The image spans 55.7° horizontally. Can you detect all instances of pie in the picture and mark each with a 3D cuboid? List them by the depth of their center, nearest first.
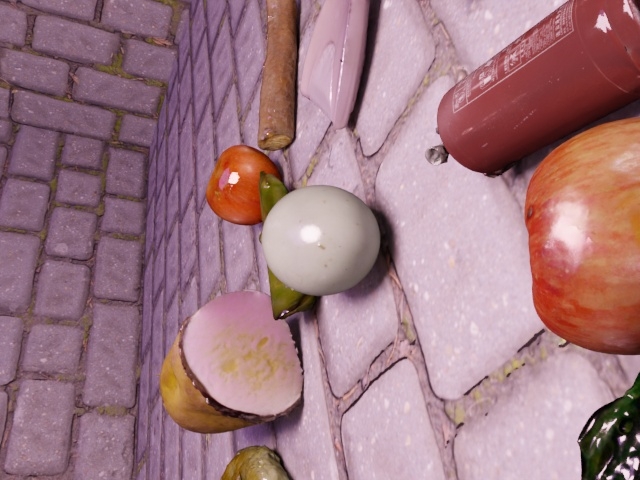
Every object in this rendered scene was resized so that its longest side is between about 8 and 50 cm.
[{"bbox_3d":[-0.114,0.489,0.989,0.323,0.071,0.323,-172,90,-66],"label":"pie"}]

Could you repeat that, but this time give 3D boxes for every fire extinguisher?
[{"bbox_3d":[0.183,-0.125,0.523,0.269,0.105,0.104,148,127,-60],"label":"fire extinguisher"}]

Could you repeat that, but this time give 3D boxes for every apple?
[{"bbox_3d":[0.198,-0.004,0.379,0.131,0.146,0.146,-4,72,21],"label":"apple"},{"bbox_3d":[-0.151,-0.108,1.226,0.163,0.139,0.163,-56,21,34],"label":"apple"}]

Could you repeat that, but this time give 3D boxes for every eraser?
[{"bbox_3d":[0.037,-0.318,0.964,0.204,0.059,0.243,-120,41,-56],"label":"eraser"}]

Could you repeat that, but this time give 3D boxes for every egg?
[{"bbox_3d":[0.000,0.000,0.812,0.192,0.149,0.149,5,86,60],"label":"egg"}]

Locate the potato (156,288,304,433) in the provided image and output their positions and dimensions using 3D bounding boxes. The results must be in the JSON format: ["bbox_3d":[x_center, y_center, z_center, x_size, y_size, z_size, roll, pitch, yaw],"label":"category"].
[{"bbox_3d":[-0.166,0.229,1.033,0.266,0.229,0.229,-40,45,51],"label":"potato"}]

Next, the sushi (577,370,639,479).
[{"bbox_3d":[0.209,0.148,0.310,0.124,0.127,0.225,39,115,64],"label":"sushi"}]

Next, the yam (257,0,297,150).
[{"bbox_3d":[-0.085,-0.355,1.236,0.081,0.081,0.356,150,124,-61],"label":"yam"}]

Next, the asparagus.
[{"bbox_3d":[-0.064,0.003,1.044,0.082,0.085,0.343,-57,31,36],"label":"asparagus"}]
